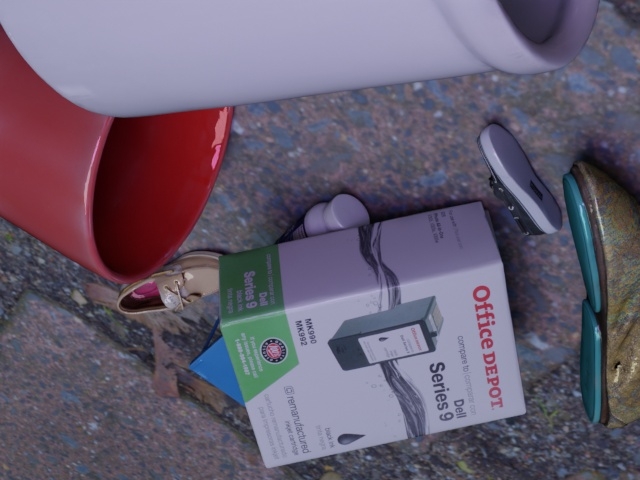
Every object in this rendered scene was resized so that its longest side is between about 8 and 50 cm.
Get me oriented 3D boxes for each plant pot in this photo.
[{"bbox_3d":[-0.252,-0.119,1.229,0.243,0.275,0.275,19,137,17],"label":"plant pot"}]

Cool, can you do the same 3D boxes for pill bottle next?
[{"bbox_3d":[0.000,0.000,1.354,0.067,0.067,0.120,36,135,-12],"label":"pill bottle"}]

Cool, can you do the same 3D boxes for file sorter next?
[{"bbox_3d":[-0.043,0.138,1.477,0.170,0.104,0.118,37,135,-12],"label":"file sorter"}]

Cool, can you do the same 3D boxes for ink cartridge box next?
[{"bbox_3d":[0.056,0.099,1.302,0.289,0.122,0.211,-13,124,3],"label":"ink cartridge box"}]

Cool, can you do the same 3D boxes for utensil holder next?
[{"bbox_3d":[-0.020,-0.262,0.934,0.385,0.328,0.328,-6,129,30],"label":"utensil holder"}]

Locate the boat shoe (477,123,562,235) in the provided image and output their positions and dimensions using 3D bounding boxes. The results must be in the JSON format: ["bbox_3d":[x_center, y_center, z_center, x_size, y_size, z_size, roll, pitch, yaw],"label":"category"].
[{"bbox_3d":[0.190,-0.055,1.235,0.040,0.049,0.142,-18,125,36],"label":"boat shoe"}]

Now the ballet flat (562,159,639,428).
[{"bbox_3d":[0.312,0.052,1.251,0.123,0.123,0.349,3,132,21],"label":"ballet flat"}]

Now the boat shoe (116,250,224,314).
[{"bbox_3d":[-0.174,0.059,1.491,0.170,0.059,0.063,-14,124,33],"label":"boat shoe"}]
